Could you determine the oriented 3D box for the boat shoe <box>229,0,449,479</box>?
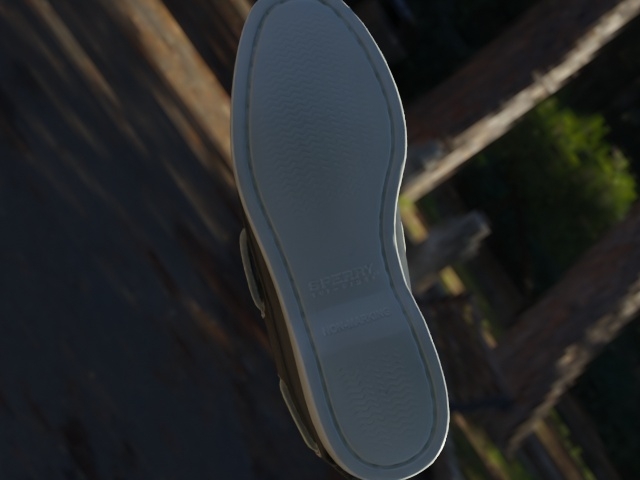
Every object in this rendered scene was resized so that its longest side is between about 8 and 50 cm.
[{"bbox_3d":[0.000,0.000,1.055,0.091,0.114,0.303,150,-67,-73],"label":"boat shoe"}]
